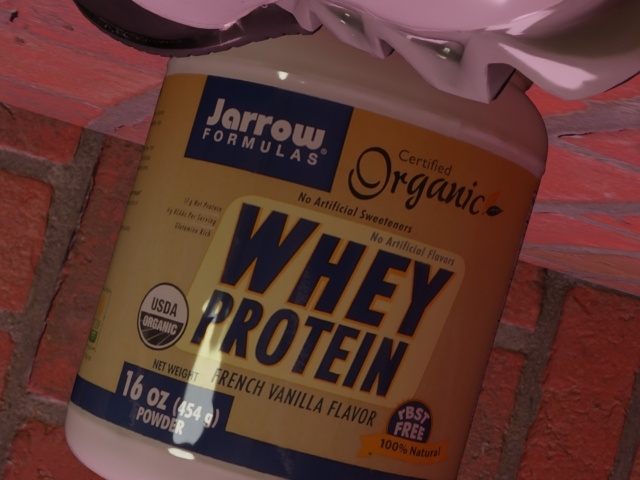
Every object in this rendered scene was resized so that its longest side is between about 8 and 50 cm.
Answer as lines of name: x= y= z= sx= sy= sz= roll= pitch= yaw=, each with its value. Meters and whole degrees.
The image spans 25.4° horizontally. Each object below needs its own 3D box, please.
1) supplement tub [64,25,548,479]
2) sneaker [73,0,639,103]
supplement tub: x=0.000 y=0.000 z=0.822 sx=0.228 sy=0.316 sz=0.228 roll=16 pitch=177 yaw=1
sneaker: x=-0.027 y=-0.142 z=0.485 sx=0.146 sy=0.122 sz=0.331 roll=40 pitch=164 yaw=-36
